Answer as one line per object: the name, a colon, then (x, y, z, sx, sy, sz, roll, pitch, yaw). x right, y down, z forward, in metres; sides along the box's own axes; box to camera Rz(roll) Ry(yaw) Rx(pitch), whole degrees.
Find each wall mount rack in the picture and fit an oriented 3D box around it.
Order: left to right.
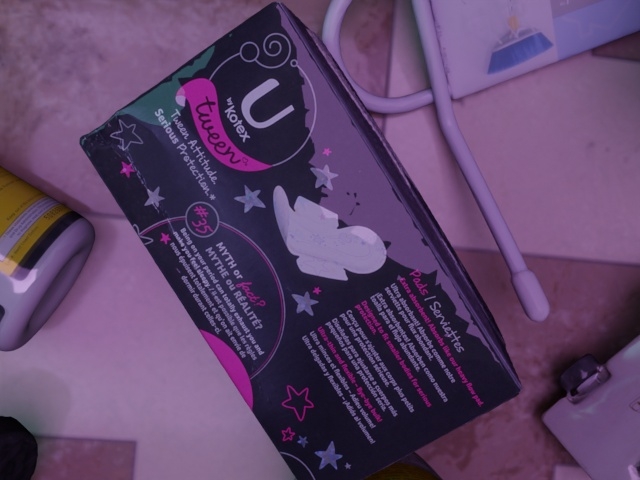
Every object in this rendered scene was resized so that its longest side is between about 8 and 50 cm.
wall mount rack: (0.191, -0.131, 0.512, 0.349, 0.130, 0.304, -21, 112, -6)

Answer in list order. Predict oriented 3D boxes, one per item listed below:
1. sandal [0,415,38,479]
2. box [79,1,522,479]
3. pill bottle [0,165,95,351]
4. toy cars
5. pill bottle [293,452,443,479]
sandal: (-0.370, 0.260, 0.431, 0.107, 0.167, 0.446, 41, 84, 22)
box: (0.000, 0.000, 0.457, 0.142, 0.163, 0.247, -31, 95, 12)
pill bottle: (-0.252, -0.014, 0.465, 0.184, 0.103, 0.103, 33, 86, -7)
toy cars: (0.256, 0.209, 0.539, 0.176, 0.087, 0.394, 7, 88, 29)
pill bottle: (0.036, 0.194, 0.451, 0.117, 0.208, 0.118, 0, 91, -8)
